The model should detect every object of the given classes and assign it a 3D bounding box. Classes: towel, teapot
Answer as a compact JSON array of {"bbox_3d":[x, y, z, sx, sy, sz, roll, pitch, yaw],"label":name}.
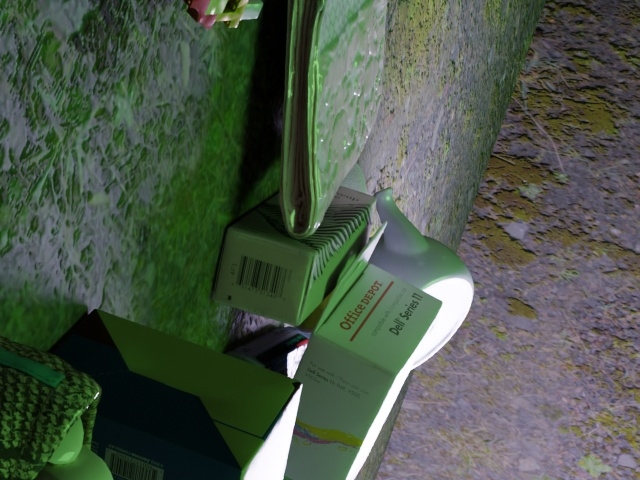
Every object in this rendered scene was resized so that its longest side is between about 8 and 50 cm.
[{"bbox_3d":[0.025,-0.211,1.560,0.332,0.053,0.317,-60,158,-57],"label":"towel"},{"bbox_3d":[0.103,0.081,2.169,0.256,0.187,0.252,-47,148,4],"label":"teapot"}]

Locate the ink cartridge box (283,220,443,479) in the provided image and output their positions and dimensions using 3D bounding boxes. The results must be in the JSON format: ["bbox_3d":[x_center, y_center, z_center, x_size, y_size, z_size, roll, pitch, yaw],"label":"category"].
[{"bbox_3d":[0.041,0.173,1.735,0.207,0.119,0.353,-50,165,-57],"label":"ink cartridge box"}]

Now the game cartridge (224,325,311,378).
[{"bbox_3d":[-0.094,0.239,1.787,0.355,0.068,0.230,-18,129,-75],"label":"game cartridge"}]

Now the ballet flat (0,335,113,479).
[{"bbox_3d":[-0.195,0.285,0.967,0.164,0.182,0.483,-51,148,-54],"label":"ballet flat"}]

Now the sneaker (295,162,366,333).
[{"bbox_3d":[0.000,0.000,1.847,0.126,0.091,0.240,-109,-146,-79],"label":"sneaker"}]

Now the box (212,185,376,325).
[{"bbox_3d":[-0.024,0.006,1.634,0.275,0.113,0.094,-45,149,-68],"label":"box"}]

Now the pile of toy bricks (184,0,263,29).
[{"bbox_3d":[-0.077,-0.276,1.069,0.105,0.118,0.212,-13,142,-44],"label":"pile of toy bricks"}]

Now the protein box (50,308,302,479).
[{"bbox_3d":[-0.144,0.201,1.165,0.136,0.200,0.201,-52,157,-57],"label":"protein box"}]
